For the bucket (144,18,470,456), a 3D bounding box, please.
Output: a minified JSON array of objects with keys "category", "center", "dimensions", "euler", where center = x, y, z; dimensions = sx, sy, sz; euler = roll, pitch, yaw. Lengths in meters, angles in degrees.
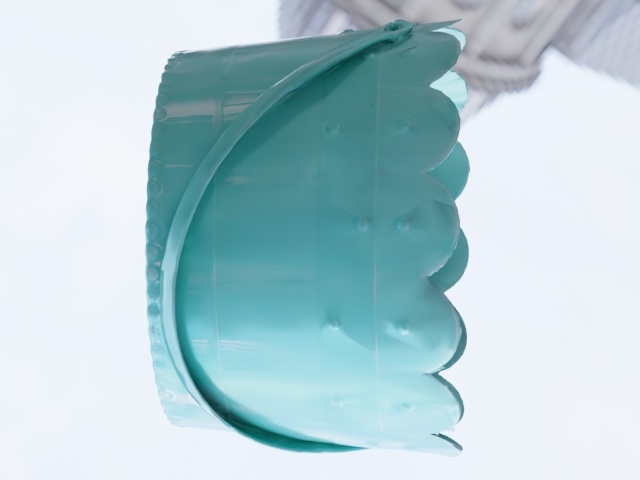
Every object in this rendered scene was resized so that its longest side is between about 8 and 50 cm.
[{"category":"bucket","center":[0.000,0.000,1.154],"dimensions":[0.183,0.281,0.281],"euler":[-1,-146,6]}]
